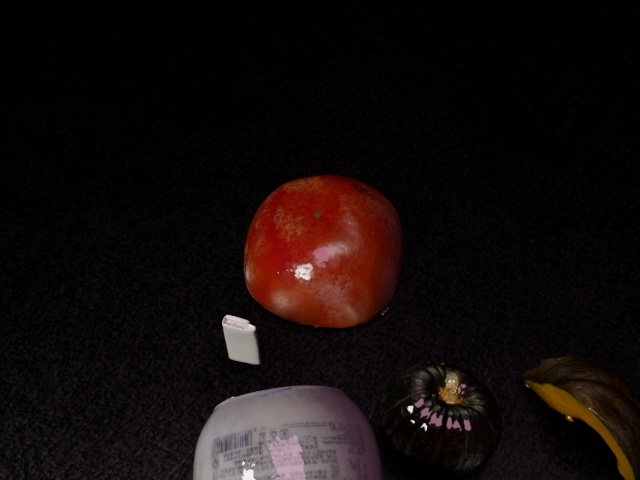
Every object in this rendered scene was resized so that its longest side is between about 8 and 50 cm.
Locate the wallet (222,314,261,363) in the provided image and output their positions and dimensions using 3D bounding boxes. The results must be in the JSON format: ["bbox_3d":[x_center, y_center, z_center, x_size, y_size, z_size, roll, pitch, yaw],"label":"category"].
[{"bbox_3d":[-0.134,0.173,1.380,0.061,0.122,0.025,16,55,12],"label":"wallet"}]

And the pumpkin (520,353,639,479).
[{"bbox_3d":[0.463,0.255,1.311,0.130,0.149,0.254,-35,60,-14],"label":"pumpkin"}]

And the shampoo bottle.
[{"bbox_3d":[-0.045,0.361,1.153,0.273,0.273,0.266,-4,65,-3],"label":"shampoo bottle"}]

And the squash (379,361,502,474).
[{"bbox_3d":[0.193,0.283,1.285,0.193,0.156,0.193,13,57,-21],"label":"squash"}]

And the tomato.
[{"bbox_3d":[0.005,-0.006,1.501,0.338,0.144,0.338,0,52,0],"label":"tomato"}]
